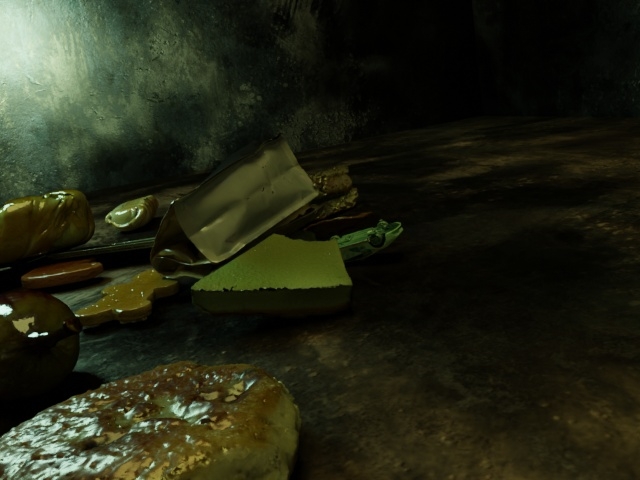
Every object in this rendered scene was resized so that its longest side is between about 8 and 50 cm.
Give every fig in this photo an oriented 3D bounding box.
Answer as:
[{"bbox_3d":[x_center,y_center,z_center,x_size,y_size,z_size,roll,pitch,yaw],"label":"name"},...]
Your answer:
[{"bbox_3d":[-0.380,0.135,0.800,0.274,0.145,0.170,-16,6,46],"label":"fig"}]

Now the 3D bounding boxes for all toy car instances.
[{"bbox_3d":[0.075,0.011,1.190,0.186,0.058,0.093,-17,12,21],"label":"toy car"}]

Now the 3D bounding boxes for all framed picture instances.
[{"bbox_3d":[-0.500,0.014,1.547,0.294,0.018,0.231,-7,4,5],"label":"framed picture"}]

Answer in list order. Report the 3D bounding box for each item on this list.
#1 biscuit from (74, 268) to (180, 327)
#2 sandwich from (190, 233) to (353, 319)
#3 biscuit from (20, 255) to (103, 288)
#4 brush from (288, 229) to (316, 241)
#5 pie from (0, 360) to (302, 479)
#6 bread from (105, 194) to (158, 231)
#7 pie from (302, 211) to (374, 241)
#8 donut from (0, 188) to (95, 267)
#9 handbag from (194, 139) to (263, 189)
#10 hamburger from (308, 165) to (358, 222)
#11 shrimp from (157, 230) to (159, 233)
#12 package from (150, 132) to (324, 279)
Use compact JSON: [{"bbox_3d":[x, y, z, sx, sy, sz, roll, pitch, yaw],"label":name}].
[{"bbox_3d":[-0.345,0.104,1.145,0.158,0.035,0.240,-4,16,12],"label":"biscuit"},{"bbox_3d":[-0.081,0.053,1.011,0.245,0.063,0.212,0,24,-7],"label":"sandwich"},{"bbox_3d":[-0.580,0.072,1.411,0.187,0.036,0.192,-10,12,0],"label":"biscuit"},{"bbox_3d":[0.000,-0.001,1.281,0.313,0.067,0.072,-11,14,-15],"label":"brush"},{"bbox_3d":[-0.165,0.196,0.578,0.316,0.092,0.315,-10,13,2],"label":"pie"},{"bbox_3d":[-0.588,-0.082,1.926,0.134,0.081,0.225,-14,16,2],"label":"bread"},{"bbox_3d":[0.019,-0.026,1.331,0.191,0.033,0.088,-21,-20,32],"label":"pie"},{"bbox_3d":[-0.756,-0.026,1.554,0.361,0.169,0.360,-16,5,1],"label":"donut"},{"bbox_3d":[-0.187,-0.094,1.479,0.342,0.152,0.288,-44,34,-13],"label":"handbag"},{"bbox_3d":[-0.012,-0.114,1.636,0.131,0.124,0.262,-22,0,37],"label":"hamburger"},{"bbox_3d":[-0.364,-0.031,1.669,0.161,0.034,0.091,-13,8,-16],"label":"shrimp"},{"bbox_3d":[-0.149,-0.035,1.187,0.311,0.165,0.221,-39,-10,-41],"label":"package"}]
